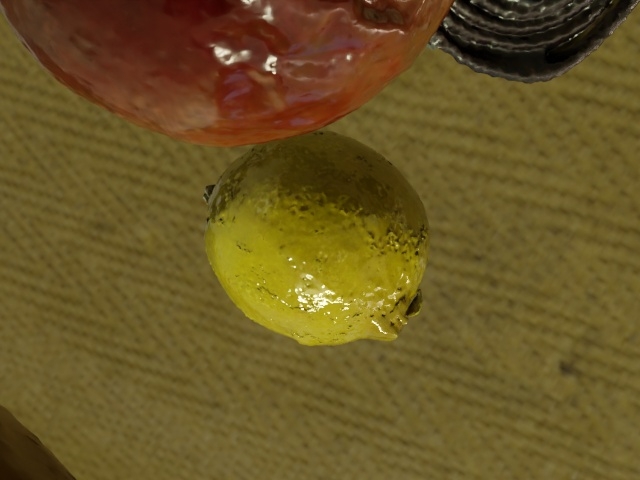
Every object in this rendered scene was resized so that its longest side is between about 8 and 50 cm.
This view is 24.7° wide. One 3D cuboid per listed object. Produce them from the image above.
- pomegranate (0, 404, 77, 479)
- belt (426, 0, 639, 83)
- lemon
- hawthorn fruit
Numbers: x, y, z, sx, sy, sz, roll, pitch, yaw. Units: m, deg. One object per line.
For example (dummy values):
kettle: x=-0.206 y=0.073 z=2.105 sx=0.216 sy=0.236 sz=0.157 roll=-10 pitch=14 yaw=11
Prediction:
pomegranate: x=-0.194 y=0.208 z=0.358 sx=0.416 sy=0.416 sz=0.416 roll=15 pitch=127 yaw=21
belt: x=0.077 y=-0.239 z=0.890 sx=0.184 sy=0.164 sz=0.289 roll=-37 pitch=126 yaw=8
lemon: x=0.000 y=0.000 z=1.181 sx=0.206 sy=0.173 sz=0.173 roll=45 pitch=133 yaw=16
hawthorn fruit: x=-0.049 y=-0.177 z=0.638 sx=0.242 sy=0.242 sz=0.271 roll=20 pitch=165 yaw=18
